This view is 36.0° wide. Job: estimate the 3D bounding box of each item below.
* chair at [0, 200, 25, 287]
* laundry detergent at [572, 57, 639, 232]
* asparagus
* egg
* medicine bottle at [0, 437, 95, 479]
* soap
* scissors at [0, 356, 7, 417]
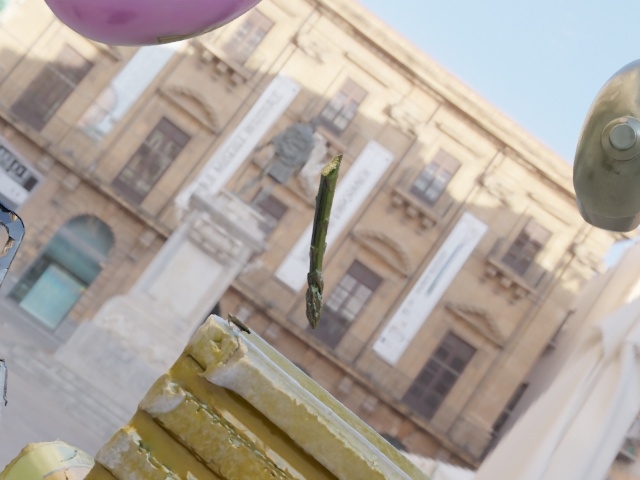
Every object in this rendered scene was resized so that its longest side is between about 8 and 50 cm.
[{"bbox_3d":[-0.226,0.075,0.502,0.084,0.213,0.101,24,-26,-12],"label":"chair"},{"bbox_3d":[0.329,-0.101,1.059,0.091,0.181,0.253,17,3,18],"label":"laundry detergent"},{"bbox_3d":[0.001,0.000,1.299,0.027,0.236,0.034,3,9,-30],"label":"asparagus"},{"bbox_3d":[-0.163,-0.302,1.020,0.196,0.271,0.196,-12,90,-87],"label":"egg"},{"bbox_3d":[-0.265,0.297,1.048,0.124,0.124,0.239,42,-10,-29],"label":"medicine bottle"},{"bbox_3d":[-0.010,0.194,0.631,0.274,0.173,0.089,40,2,10],"label":"soap"},{"bbox_3d":[-0.331,0.290,0.930,0.191,0.360,0.029,3,-16,7],"label":"scissors"}]
